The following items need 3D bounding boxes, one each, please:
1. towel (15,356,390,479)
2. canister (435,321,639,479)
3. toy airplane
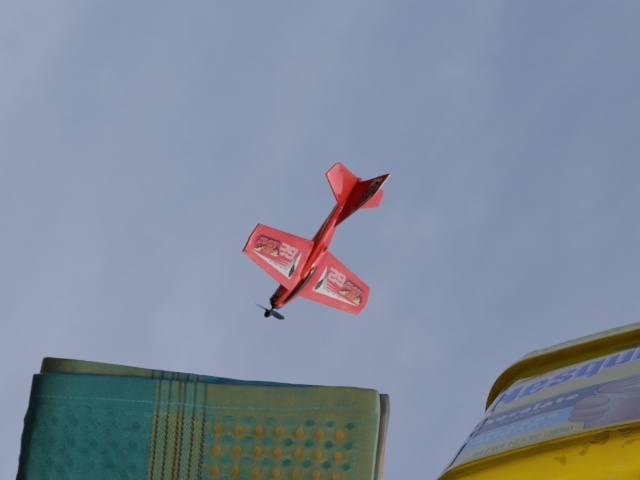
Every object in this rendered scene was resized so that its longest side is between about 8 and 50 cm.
[{"bbox_3d":[-0.101,0.281,1.469,0.040,0.271,0.370,135,-38,-81],"label":"towel"},{"bbox_3d":[0.117,0.088,0.803,0.126,0.170,0.073,-16,-84,18],"label":"canister"},{"bbox_3d":[0.000,0.000,1.562,0.028,0.151,0.151,45,-59,44],"label":"toy airplane"}]
